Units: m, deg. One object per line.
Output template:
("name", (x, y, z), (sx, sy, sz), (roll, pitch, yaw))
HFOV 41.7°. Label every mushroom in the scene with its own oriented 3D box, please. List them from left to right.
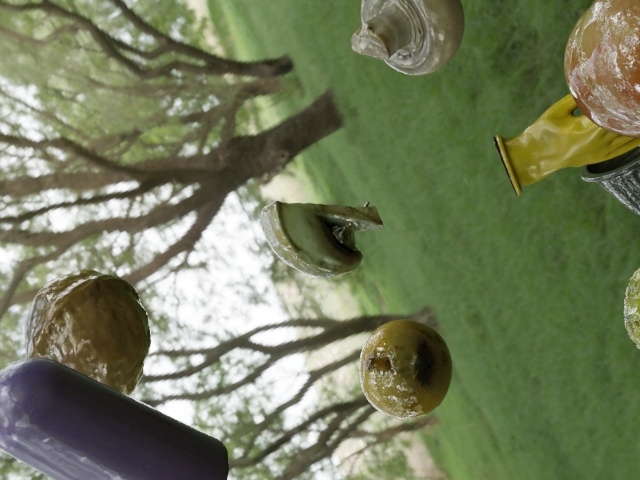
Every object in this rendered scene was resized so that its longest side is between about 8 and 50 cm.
("mushroom", (-0.008, 0.003, 2.108), (0.217, 0.291, 0.212), (-36, 66, 61))
("mushroom", (0.141, -0.377, 1.463), (0.204, 0.204, 0.204), (61, -177, -5))

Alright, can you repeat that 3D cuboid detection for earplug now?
("earplug", (-0.396, 0.364, 1.512), (0.456, 0.215, 0.215), (38, -166, -30))

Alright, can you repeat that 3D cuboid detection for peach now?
("peach", (0.498, -0.277, 1.271), (0.253, 0.252, 0.252), (61, -177, -5))

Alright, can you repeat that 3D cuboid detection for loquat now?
("loquat", (0.129, 0.195, 1.275), (0.163, 0.137, 0.163), (36, -140, -38))

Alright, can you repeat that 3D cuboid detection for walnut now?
("walnut", (-0.554, 0.228, 2.004), (0.306, 0.305, 0.344), (-116, 36, -47))

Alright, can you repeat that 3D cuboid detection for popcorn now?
("popcorn", (0.613, 0.114, 1.477), (0.142, 0.174, 0.173), (19, 175, 9))

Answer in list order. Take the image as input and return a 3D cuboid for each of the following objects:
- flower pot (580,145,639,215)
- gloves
("flower pot", (0.679, -0.147, 1.743), (0.148, 0.235, 0.235), (51, -175, -13))
("gloves", (0.468, -0.189, 1.505), (0.133, 0.294, 0.116), (43, -151, -57))
